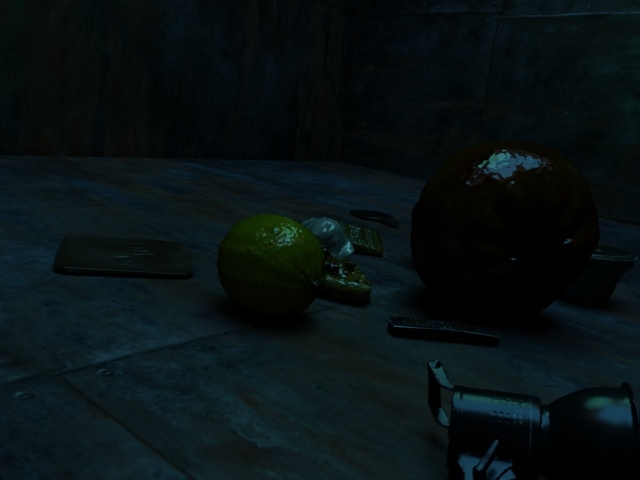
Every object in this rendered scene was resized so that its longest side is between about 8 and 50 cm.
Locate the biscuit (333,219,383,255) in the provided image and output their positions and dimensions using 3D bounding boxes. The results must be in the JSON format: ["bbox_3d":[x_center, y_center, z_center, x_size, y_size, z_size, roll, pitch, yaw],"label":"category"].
[{"bbox_3d":[0.102,-0.013,1.862,0.173,0.029,0.254,15,13,-2],"label":"biscuit"}]

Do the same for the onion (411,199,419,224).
[{"bbox_3d":[0.385,-0.044,1.682,0.273,0.285,0.273,43,5,-5],"label":"onion"}]

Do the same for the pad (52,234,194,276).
[{"bbox_3d":[-0.438,0.032,1.409,0.287,0.018,0.284,3,13,-17],"label":"pad"}]

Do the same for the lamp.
[{"bbox_3d":[0.231,0.232,0.717,0.228,0.147,0.172,2,34,15],"label":"lamp"}]

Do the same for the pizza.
[{"bbox_3d":[0.004,0.061,1.399,0.306,0.085,0.161,21,17,41],"label":"pizza"}]

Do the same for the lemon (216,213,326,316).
[{"bbox_3d":[-0.090,0.046,1.168,0.231,0.192,0.192,17,16,35],"label":"lemon"}]

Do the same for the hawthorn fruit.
[{"bbox_3d":[0.385,-0.037,1.373,0.404,0.402,0.403,7,13,-2],"label":"hawthorn fruit"}]

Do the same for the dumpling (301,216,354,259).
[{"bbox_3d":[0.000,0.000,1.652,0.127,0.108,0.188,-31,53,-34],"label":"dumpling"}]

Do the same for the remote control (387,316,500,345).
[{"bbox_3d":[0.233,0.171,1.182,0.212,0.028,0.059,6,16,-4],"label":"remote control"}]

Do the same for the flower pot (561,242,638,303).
[{"bbox_3d":[0.670,0.079,1.590,0.236,0.140,0.235,7,11,-1],"label":"flower pot"}]

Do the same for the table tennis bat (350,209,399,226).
[{"bbox_3d":[0.212,-0.086,2.319,0.154,0.021,0.274,2,12,-24],"label":"table tennis bat"}]
